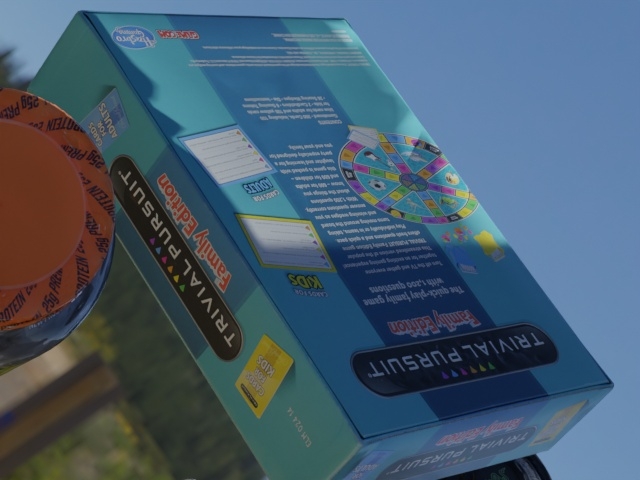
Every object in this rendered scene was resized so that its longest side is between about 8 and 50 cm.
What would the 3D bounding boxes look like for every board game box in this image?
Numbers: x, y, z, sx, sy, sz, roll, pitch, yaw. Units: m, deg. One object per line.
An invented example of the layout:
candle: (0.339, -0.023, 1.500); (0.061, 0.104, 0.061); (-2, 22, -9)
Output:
board game box: (0.000, 0.000, 1.202); (0.079, 0.254, 0.336); (-50, -118, 33)

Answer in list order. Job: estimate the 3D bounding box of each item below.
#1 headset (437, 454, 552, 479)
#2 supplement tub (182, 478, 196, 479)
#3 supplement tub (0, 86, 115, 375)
headset: (0.084, 0.268, 1.483); (0.394, 0.185, 0.243); (44, -52, 48)
supplement tub: (-0.074, 0.243, 1.525); (0.107, 0.071, 0.071); (28, 4, -29)
supplement tub: (-0.156, 0.004, 0.784); (0.117, 0.117, 0.190); (56, -24, -4)
